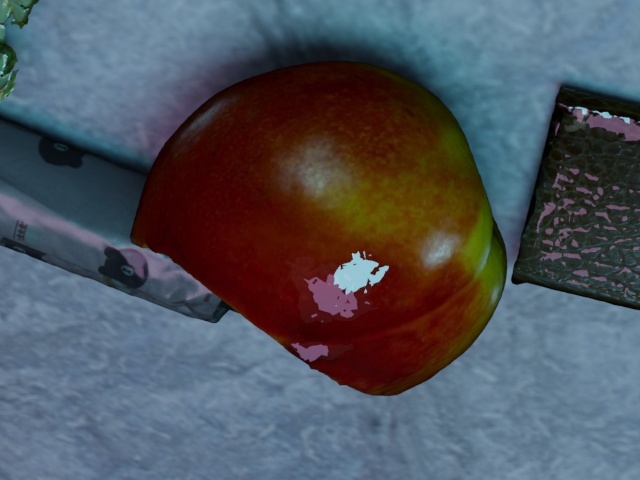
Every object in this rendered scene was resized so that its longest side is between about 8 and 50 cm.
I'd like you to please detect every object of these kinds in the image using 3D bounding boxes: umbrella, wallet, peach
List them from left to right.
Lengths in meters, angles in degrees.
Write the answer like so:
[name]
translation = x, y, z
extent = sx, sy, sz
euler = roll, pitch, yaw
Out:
[umbrella]
translation = -0.157, -0.020, 1.076
extent = 0.337, 0.073, 0.067
euler = 21, 165, 1
[peach]
translation = 0.000, 0.000, 0.960
extent = 0.192, 0.190, 0.190
euler = -20, 122, 10
[wallet]
translation = 0.237, -0.004, 0.976
extent = 0.243, 0.039, 0.133
euler = 14, 126, 8

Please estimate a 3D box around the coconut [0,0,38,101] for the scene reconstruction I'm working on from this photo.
[coconut]
translation = -0.216, -0.158, 0.989
extent = 0.133, 0.055, 0.158
euler = 26, 131, -2
